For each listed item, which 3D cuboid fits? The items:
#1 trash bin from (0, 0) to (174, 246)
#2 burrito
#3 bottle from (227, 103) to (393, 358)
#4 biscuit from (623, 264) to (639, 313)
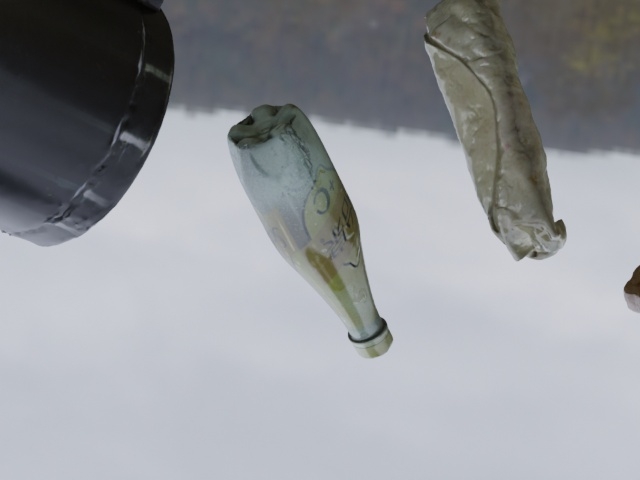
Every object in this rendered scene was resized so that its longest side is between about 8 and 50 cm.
[{"bbox_3d":[-0.274,-0.141,1.320,0.301,0.252,0.203,24,-167,-38],"label":"trash bin"},{"bbox_3d":[0.149,-0.104,1.675,0.059,0.275,0.082,6,148,-37],"label":"burrito"},{"bbox_3d":[0.000,0.000,1.778,0.083,0.270,0.083,-20,-150,12],"label":"bottle"},{"bbox_3d":[0.411,0.058,1.933,0.186,0.044,0.295,-29,-161,5],"label":"biscuit"}]
